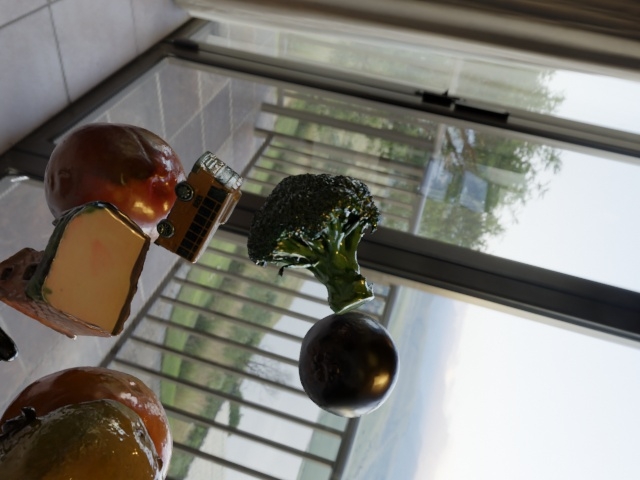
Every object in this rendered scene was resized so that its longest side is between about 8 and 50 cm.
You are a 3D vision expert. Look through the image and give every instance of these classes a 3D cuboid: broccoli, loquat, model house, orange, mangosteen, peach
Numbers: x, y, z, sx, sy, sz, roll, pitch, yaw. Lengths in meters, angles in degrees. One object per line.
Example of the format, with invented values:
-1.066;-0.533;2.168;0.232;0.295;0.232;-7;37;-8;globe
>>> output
0.000;0.000;1.135;0.297;0.298;0.297;62;4;11;broccoli
-0.324;0.317;0.742;0.244;0.244;0.243;15;90;-79;loquat
-0.504;0.053;1.111;0.202;0.238;0.236;42;50;-49;model house
-0.427;0.379;1.036;0.312;0.312;0.312;15;90;-79;orange
0.091;0.356;1.606;0.313;0.297;0.296;41;58;-37;mangosteen
-0.499;-0.138;1.431;0.343;0.302;0.342;10;77;-51;peach

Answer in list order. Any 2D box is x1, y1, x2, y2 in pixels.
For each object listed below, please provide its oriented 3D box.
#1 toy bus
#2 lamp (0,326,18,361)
-0.216;-0.058;1.023;0.182;0.103;0.091;-56;-173;25;toy bus
-0.743;0.254;1.118;0.244;0.198;0.197;-33;143;-39;lamp
